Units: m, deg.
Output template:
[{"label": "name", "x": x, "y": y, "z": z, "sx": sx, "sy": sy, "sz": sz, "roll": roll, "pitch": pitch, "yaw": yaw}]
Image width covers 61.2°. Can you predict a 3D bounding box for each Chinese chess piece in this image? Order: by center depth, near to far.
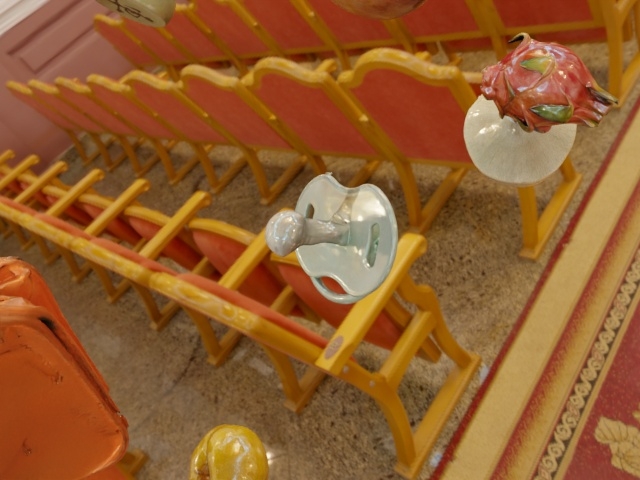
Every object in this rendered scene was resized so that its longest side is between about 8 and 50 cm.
[{"label": "Chinese chess piece", "x": -0.181, "y": -0.236, "z": 0.519, "sx": 0.084, "sy": 0.084, "sz": 0.034, "roll": 20, "pitch": 91, "yaw": 45}]

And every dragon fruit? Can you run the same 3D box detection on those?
[{"label": "dragon fruit", "x": 0.211, "y": -0.138, "z": 0.503, "sx": 0.116, "sy": 0.086, "sz": 0.081, "roll": 34, "pitch": 109, "yaw": 27}]

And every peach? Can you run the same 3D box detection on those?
[{"label": "peach", "x": -0.162, "y": 0.409, "z": 0.936, "sx": 0.179, "sy": 0.103, "sz": 0.179, "roll": -33, "pitch": 48, "yaw": 45}]

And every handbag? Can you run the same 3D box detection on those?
[{"label": "handbag", "x": -0.449, "y": 0.227, "z": 0.709, "sx": 0.303, "sy": 0.410, "sz": 0.116, "roll": -25, "pitch": 49, "yaw": -21}]

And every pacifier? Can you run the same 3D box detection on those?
[{"label": "pacifier", "x": 0.000, "y": 0.000, "z": 1.162, "sx": 0.343, "sy": 0.269, "sz": 0.288, "roll": 18, "pitch": 105, "yaw": 53}]

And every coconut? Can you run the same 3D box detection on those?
[{"label": "coconut", "x": 0.445, "y": -0.240, "z": 1.211, "sx": 0.237, "sy": 0.266, "sz": 0.237, "roll": 0, "pitch": 91, "yaw": 23}]

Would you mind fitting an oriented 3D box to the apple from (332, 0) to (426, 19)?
[{"label": "apple", "x": 0.079, "y": -0.422, "z": 0.689, "sx": 0.253, "sy": 0.253, "sz": 0.253, "roll": -19, "pitch": 41, "yaw": 17}]
